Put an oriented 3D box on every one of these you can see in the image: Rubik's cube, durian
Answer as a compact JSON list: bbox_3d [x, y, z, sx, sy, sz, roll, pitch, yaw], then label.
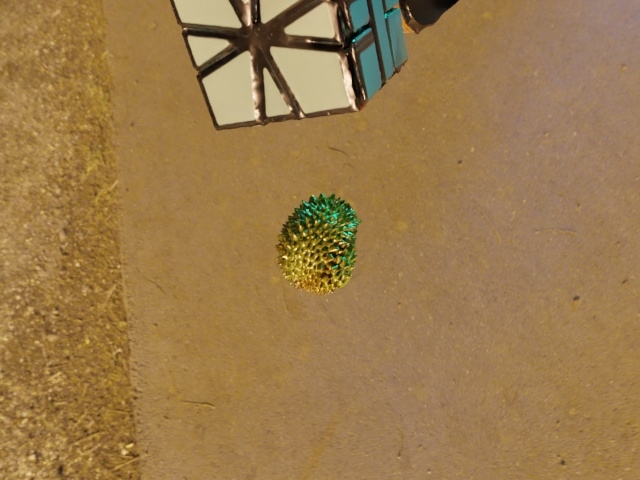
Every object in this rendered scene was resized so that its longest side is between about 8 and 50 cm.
[{"bbox_3d":[-0.039,-0.370,0.827,0.293,0.289,0.283,0,31,23],"label":"Rubik's cube"},{"bbox_3d":[-0.002,0.001,1.118,0.200,0.176,0.237,-28,22,35],"label":"durian"}]

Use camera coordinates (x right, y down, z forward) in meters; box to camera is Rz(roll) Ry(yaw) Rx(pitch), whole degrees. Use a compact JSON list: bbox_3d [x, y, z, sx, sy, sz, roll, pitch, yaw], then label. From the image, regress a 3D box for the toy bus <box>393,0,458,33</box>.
[{"bbox_3d":[0.316,-0.745,1.452,0.386,0.171,0.162,-45,31,-18],"label":"toy bus"}]
